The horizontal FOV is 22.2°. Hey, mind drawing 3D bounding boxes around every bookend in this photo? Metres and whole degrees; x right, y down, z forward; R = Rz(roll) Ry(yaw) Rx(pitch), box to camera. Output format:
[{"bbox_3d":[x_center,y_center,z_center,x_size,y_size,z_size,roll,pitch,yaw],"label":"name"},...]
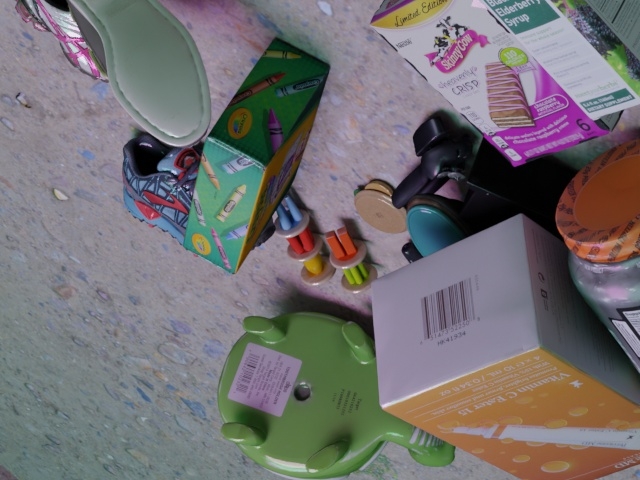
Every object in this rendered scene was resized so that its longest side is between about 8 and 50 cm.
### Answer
[{"bbox_3d":[0.227,-0.028,1.883,0.156,0.072,0.157,23,151,-2],"label":"bookend"}]

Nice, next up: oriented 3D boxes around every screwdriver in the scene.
[{"bbox_3d":[0.158,0.060,2.154,0.025,0.024,0.170,-25,126,22],"label":"screwdriver"}]

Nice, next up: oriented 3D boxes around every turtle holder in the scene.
[{"bbox_3d":[0.022,0.226,2.361,0.320,0.243,0.227,-12,162,9],"label":"turtle holder"}]

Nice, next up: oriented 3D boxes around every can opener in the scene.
[{"bbox_3d":[0.132,-0.082,1.940,0.059,0.073,0.186,-5,158,-15],"label":"can opener"}]

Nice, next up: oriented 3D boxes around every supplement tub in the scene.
[{"bbox_3d":[0.393,0.051,1.746,0.193,0.193,0.316,-4,135,46],"label":"supplement tub"}]

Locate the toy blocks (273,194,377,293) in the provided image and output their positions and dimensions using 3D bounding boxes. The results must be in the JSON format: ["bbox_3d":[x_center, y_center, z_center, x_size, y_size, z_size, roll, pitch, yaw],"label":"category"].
[{"bbox_3d":[0.000,0.000,2.175,0.123,0.054,0.148,9,144,35],"label":"toy blocks"}]

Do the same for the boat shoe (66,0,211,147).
[{"bbox_3d":[-0.211,-0.225,1.889,0.305,0.109,0.091,57,175,18],"label":"boat shoe"}]

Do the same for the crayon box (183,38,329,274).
[{"bbox_3d":[-0.082,-0.097,1.989,0.081,0.165,0.278,29,151,4],"label":"crayon box"}]

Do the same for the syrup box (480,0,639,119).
[{"bbox_3d":[0.233,-0.234,1.558,0.237,0.096,0.093,42,149,-21],"label":"syrup box"}]

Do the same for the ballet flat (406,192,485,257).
[{"bbox_3d":[0.181,0.017,1.987,0.095,0.096,0.280,7,142,34],"label":"ballet flat"}]

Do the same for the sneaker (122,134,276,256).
[{"bbox_3d":[-0.175,-0.064,2.175,0.262,0.104,0.125,22,136,32],"label":"sneaker"}]

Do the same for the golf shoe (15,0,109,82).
[{"bbox_3d":[-0.295,-0.265,2.029,0.186,0.067,0.086,38,149,-11],"label":"golf shoe"}]

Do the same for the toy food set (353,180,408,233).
[{"bbox_3d":[0.078,-0.039,2.075,0.083,0.020,0.082,40,150,-15],"label":"toy food set"}]

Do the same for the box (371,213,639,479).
[{"bbox_3d":[0.249,0.141,1.877,0.215,0.168,0.345,-26,142,32],"label":"box"}]

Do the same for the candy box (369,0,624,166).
[{"bbox_3d":[0.187,-0.190,1.692,0.233,0.071,0.159,42,149,-18],"label":"candy box"}]
